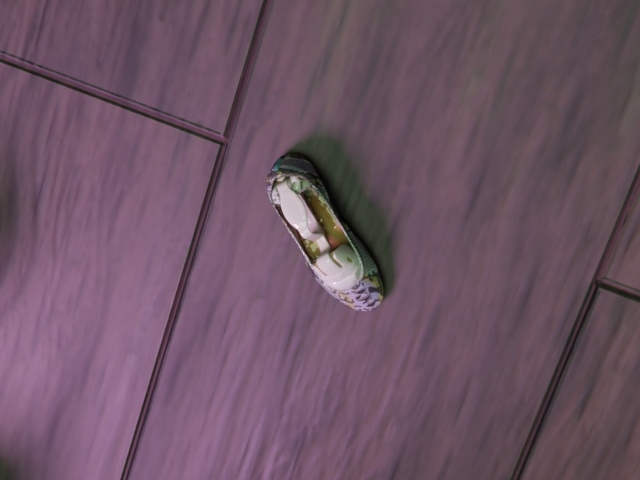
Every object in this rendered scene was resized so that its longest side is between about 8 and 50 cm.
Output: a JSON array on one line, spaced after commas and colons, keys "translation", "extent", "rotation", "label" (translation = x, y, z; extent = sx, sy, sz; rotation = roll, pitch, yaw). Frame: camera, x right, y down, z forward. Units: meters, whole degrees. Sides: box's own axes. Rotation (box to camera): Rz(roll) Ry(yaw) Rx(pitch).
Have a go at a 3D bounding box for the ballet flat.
[{"translation": [0.000, 0.000, 0.829], "extent": [0.041, 0.041, 0.114], "rotation": [-29, 97, 19], "label": "ballet flat"}]
